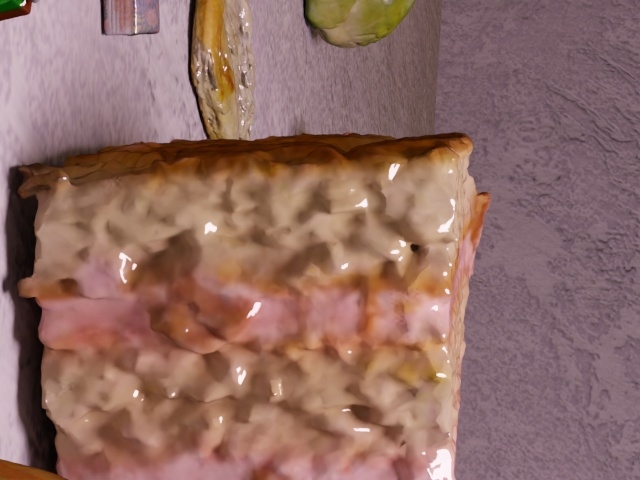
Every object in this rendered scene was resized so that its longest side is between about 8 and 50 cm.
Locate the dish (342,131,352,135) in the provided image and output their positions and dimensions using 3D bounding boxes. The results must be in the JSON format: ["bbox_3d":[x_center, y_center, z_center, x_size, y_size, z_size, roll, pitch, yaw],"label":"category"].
[{"bbox_3d":[0.000,0.000,2.012,0.260,0.085,0.260,-1,90,-79],"label":"dish"}]

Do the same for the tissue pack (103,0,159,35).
[{"bbox_3d":[-0.149,-0.204,1.314,0.063,0.035,0.083,-41,130,-76],"label":"tissue pack"}]

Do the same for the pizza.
[{"bbox_3d":[-0.090,-0.160,1.643,0.181,0.034,0.262,-72,160,-61],"label":"pizza"}]

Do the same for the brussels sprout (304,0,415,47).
[{"bbox_3d":[0.052,-0.324,2.131,0.117,0.155,0.155,-78,164,-52],"label":"brussels sprout"}]

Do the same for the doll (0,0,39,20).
[{"bbox_3d":[-0.203,-0.175,0.824,0.186,0.106,0.134,-14,98,-63],"label":"doll"}]

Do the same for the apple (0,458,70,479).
[{"bbox_3d":[-0.158,0.240,0.692,0.277,0.250,0.309,74,22,-58],"label":"apple"}]

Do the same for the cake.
[{"bbox_3d":[-0.034,0.075,1.219,0.293,0.314,0.307,-47,135,-77],"label":"cake"}]
